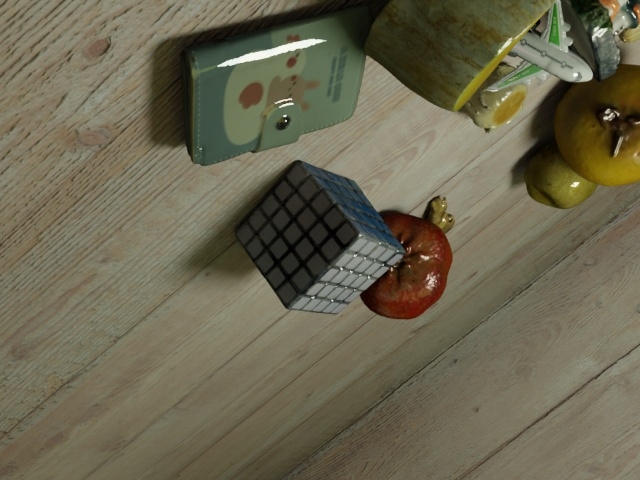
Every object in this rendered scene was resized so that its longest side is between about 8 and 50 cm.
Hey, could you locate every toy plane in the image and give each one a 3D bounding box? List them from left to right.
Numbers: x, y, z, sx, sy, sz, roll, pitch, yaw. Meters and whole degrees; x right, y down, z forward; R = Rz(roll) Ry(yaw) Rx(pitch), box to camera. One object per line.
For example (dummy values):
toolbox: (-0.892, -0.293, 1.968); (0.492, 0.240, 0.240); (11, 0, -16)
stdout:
toy plane: (0.466, -0.406, 1.532); (0.255, 0.101, 0.251); (19, 140, -9)

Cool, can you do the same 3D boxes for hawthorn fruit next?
hawthorn fruit: (0.229, 0.080, 1.965); (0.287, 0.287, 0.330); (-38, 160, 5)

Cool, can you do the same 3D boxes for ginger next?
ginger: (0.349, -0.063, 2.076); (0.096, 0.067, 0.165); (-4, 146, -12)

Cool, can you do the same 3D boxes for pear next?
pear: (0.723, -0.203, 2.133); (0.188, 0.228, 0.211); (42, 85, -19)

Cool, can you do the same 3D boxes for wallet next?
wallet: (-0.074, -0.262, 1.236); (0.360, 0.083, 0.252); (-22, 146, -27)

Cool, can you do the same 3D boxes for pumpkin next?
pumpkin: (0.249, -0.363, 1.195); (0.332, 0.199, 0.332); (-41, -178, 2)

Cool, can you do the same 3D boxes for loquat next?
loquat: (0.800, -0.311, 1.930); (0.328, 0.328, 0.359); (-46, 166, 20)

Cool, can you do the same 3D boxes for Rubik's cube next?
Rubik's cube: (0.000, 0.000, 1.578); (0.238, 0.237, 0.237); (-45, 151, 17)

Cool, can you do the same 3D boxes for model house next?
model house: (0.640, -0.529, 1.516); (0.301, 0.190, 0.271); (-42, 152, 11)

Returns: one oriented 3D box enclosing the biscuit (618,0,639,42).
biscuit: (0.774, -0.551, 1.703); (0.179, 0.084, 0.281); (-49, 161, 4)

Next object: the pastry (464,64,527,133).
pastry: (0.413, -0.333, 1.684); (0.165, 0.088, 0.166); (-27, 153, -15)
